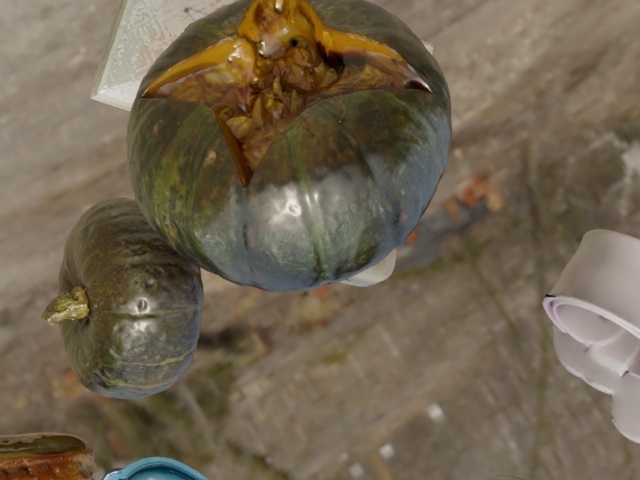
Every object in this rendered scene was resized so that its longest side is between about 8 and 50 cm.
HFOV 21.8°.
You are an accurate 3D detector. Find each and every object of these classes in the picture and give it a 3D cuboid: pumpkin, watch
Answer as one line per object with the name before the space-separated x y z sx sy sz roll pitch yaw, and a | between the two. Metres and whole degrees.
pumpkin | -0.214 0.063 1.744 0.162 0.219 0.219 -5 163 -21
pumpkin | -0.022 -0.069 1.172 0.238 0.238 0.159 -30 135 -14
watch | 0.386 0.108 1.981 0.211 0.248 0.217 -55 166 -13

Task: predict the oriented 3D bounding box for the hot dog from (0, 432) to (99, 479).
hot dog | -0.365 0.276 1.619 0.349 0.158 0.117 -1 167 -39

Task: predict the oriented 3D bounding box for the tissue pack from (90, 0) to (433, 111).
tissue pack | -0.056 -0.172 1.685 0.071 0.325 0.170 17 -91 70

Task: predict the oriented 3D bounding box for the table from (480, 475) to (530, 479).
table | 0.194 0.253 1.246 0.126 0.126 0.220 -28 -168 -23

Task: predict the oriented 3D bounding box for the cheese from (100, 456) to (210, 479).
cheese | -0.100 0.290 1.620 0.037 0.256 0.106 68 44 -84

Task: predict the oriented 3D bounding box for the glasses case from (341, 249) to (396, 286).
glasses case | 0.000 0.000 1.969 0.196 0.083 0.050 13 157 -30
